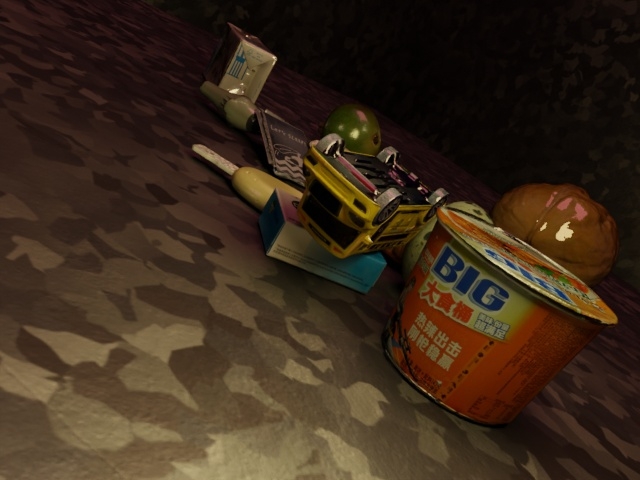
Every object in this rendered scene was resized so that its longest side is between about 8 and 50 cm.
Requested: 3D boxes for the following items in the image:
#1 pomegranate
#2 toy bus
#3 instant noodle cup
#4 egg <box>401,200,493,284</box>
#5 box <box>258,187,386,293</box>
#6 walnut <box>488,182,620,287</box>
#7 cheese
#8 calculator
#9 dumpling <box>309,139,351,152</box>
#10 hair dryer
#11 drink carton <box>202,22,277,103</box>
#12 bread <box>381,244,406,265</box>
[{"bbox_3d":[0.095,-0.356,1.987,0.190,0.159,0.241,-1,14,-7],"label":"pomegranate"},{"bbox_3d":[0.077,-0.059,0.990,0.145,0.151,0.331,46,22,18],"label":"toy bus"},{"bbox_3d":[0.236,0.113,0.902,0.297,0.214,0.296,28,17,-9],"label":"instant noodle cup"},{"bbox_3d":[0.247,0.027,1.156,0.177,0.228,0.177,22,-23,10],"label":"egg"},{"bbox_3d":[0.000,0.001,1.065,0.194,0.073,0.139,23,20,-22],"label":"box"},{"bbox_3d":[0.642,-0.011,1.736,0.354,0.307,0.398,39,21,21],"label":"walnut"},{"bbox_3d":[-0.144,-0.117,1.204,0.256,0.050,0.127,32,19,12],"label":"cheese"},{"bbox_3d":[-0.078,-0.224,1.533,0.166,0.028,0.274,25,31,-32],"label":"calculator"},{"bbox_3d":[0.028,-0.187,1.627,0.169,0.100,0.134,49,52,-11],"label":"dumpling"},{"bbox_3d":[-0.225,-0.357,1.692,0.219,0.088,0.225,37,8,8],"label":"hair dryer"},{"bbox_3d":[-0.257,-0.542,1.946,0.132,0.194,0.324,23,18,-27],"label":"drink carton"},{"bbox_3d":[0.196,0.001,1.338,0.199,0.104,0.199,26,14,-7],"label":"bread"}]
